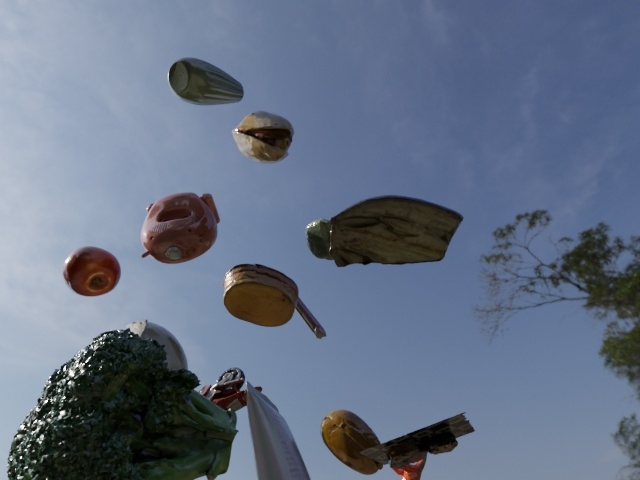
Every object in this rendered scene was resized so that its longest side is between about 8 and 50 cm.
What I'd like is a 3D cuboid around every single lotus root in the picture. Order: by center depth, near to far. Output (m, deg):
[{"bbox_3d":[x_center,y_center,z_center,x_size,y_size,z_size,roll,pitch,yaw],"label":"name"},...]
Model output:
[{"bbox_3d":[0.187,-0.027,1.065,0.315,0.142,0.209,7,-65,11],"label":"lotus root"}]

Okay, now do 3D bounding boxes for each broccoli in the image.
[{"bbox_3d":[-0.252,0.273,0.552,0.275,0.307,0.307,12,-43,-14],"label":"broccoli"}]

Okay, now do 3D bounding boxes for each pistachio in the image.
[{"bbox_3d":[-0.162,-0.301,1.229,0.157,0.230,0.157,-13,-68,-35],"label":"pistachio"}]

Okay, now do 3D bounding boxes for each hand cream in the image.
[{"bbox_3d":[-0.076,0.465,0.829,0.118,0.358,0.185,-28,-43,1],"label":"hand cream"}]

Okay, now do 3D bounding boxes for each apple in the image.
[{"bbox_3d":[-0.695,0.097,1.288,0.164,0.139,0.163,-25,-52,-37],"label":"apple"}]

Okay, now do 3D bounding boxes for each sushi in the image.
[{"bbox_3d":[0.186,0.375,0.759,0.201,0.031,0.139,-27,-44,12],"label":"sushi"}]

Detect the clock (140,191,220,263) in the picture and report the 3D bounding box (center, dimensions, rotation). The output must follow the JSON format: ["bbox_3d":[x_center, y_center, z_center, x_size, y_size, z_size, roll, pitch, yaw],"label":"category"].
[{"bbox_3d":[-0.429,-0.035,1.273,0.227,0.241,0.142,-11,-52,0],"label":"clock"}]

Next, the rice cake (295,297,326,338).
[{"bbox_3d":[-0.068,0.294,1.734,0.049,0.270,0.055,-42,-26,2],"label":"rice cake"}]

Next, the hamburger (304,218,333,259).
[{"bbox_3d":[-0.003,0.001,1.162,0.084,0.054,0.121,-10,-77,40],"label":"hamburger"}]

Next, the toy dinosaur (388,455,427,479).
[{"bbox_3d":[0.234,0.628,1.142,0.102,0.279,0.055,20,-59,7],"label":"toy dinosaur"}]

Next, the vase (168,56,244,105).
[{"bbox_3d":[-0.332,-0.468,1.277,0.128,0.128,0.248,-35,-10,29],"label":"vase"}]

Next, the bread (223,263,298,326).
[{"bbox_3d":[-0.207,0.188,1.461,0.270,0.142,0.195,18,-61,-13],"label":"bread"}]

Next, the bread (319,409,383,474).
[{"bbox_3d":[0.081,0.509,1.080,0.114,0.189,0.077,-37,-34,-33],"label":"bread"}]

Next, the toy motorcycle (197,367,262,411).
[{"bbox_3d":[-0.314,0.488,1.188,0.298,0.171,0.089,-39,-58,-26],"label":"toy motorcycle"}]

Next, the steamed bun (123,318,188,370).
[{"bbox_3d":[-0.481,0.393,1.046,0.375,0.374,0.241,-32,-70,27],"label":"steamed bun"}]
